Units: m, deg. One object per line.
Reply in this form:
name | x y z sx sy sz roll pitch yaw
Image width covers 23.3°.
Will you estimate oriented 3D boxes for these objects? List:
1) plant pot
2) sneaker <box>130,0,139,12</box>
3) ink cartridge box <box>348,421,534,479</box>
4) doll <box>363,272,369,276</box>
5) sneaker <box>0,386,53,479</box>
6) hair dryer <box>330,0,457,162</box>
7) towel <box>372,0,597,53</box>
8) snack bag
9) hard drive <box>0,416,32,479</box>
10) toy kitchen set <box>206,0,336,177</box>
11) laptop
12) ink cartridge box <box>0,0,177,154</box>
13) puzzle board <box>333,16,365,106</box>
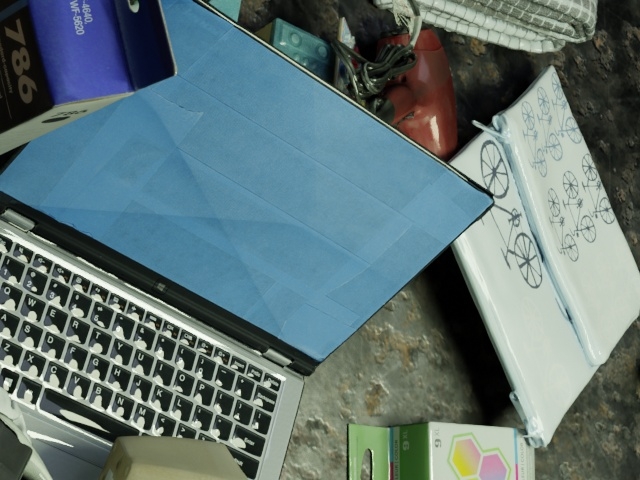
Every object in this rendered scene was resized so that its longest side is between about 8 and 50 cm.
plant pot | -0.130 0.217 1.260 0.096 0.109 0.109 21 95 -21
sneaker | -0.197 -0.153 1.334 0.234 0.078 0.106 -9 51 -30
ink cartridge box | 0.126 0.241 1.571 0.209 0.062 0.109 10 74 -39
doll | 0.000 0.000 1.470 0.046 0.129 0.189 -43 146 -33
sneaker | -0.221 0.253 1.206 0.110 0.118 0.292 -33 116 -18
hair dryer | 0.071 -0.142 1.564 0.293 0.080 0.223 56 38 -42
towel | 0.190 -0.352 1.719 0.284 0.121 0.235 12 72 -38
snack bag | 0.244 0.007 1.689 0.342 0.037 0.323 -39 110 -52
hard drive | -0.391 0.091 1.046 0.339 0.237 0.064 46 35 -23
toy kitchen set | -0.058 -0.119 1.453 0.166 0.122 0.207 22 67 -35
laptop | -0.100 0.078 1.298 0.382 0.236 0.408 31 62 -31
ink cartridge box | -0.241 -0.158 1.165 0.065 0.333 0.165 -12 87 -42
puzzle board | 0.031 -0.154 1.560 0.128 0.011 0.096 56 37 -69
